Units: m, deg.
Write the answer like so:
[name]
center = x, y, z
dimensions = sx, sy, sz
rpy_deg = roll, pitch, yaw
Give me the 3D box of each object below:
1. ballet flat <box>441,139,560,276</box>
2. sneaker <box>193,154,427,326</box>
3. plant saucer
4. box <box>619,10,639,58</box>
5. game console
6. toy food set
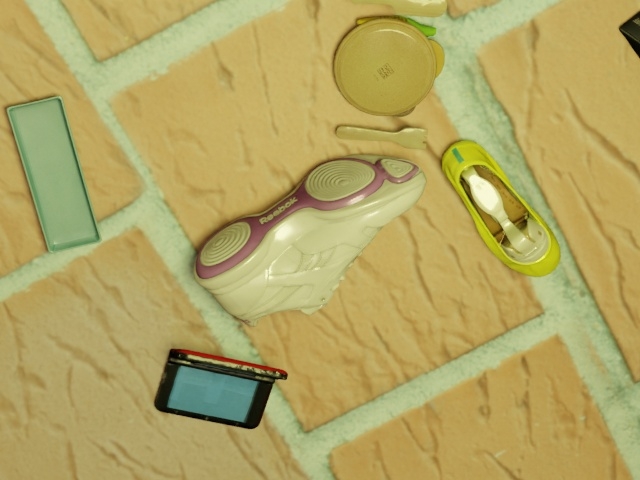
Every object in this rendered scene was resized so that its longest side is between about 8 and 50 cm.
[ballet flat]
center = 0.230, -0.027, 1.735
dimensions = 0.077, 0.077, 0.231
rpy_deg = -37, 113, 7
[sneaker]
center = 0.000, 0.000, 1.712
dimensions = 0.305, 0.114, 0.152
rpy_deg = -28, 127, 8
[plant saucer]
center = -0.318, -0.079, 1.667
dimensions = 0.067, 0.018, 0.192
rpy_deg = -13, 113, -3
[box]
center = 0.555, -0.235, 1.555
dimensions = 0.312, 0.343, 0.179
rpy_deg = -38, 112, 7
[game console]
center = -0.128, 0.192, 1.773
dimensions = 0.144, 0.124, 0.085
rpy_deg = 13, 83, -13
[toy food set]
center = 0.082, -0.209, 1.667
dimensions = 0.132, 0.038, 0.192
rpy_deg = 6, 117, -3
